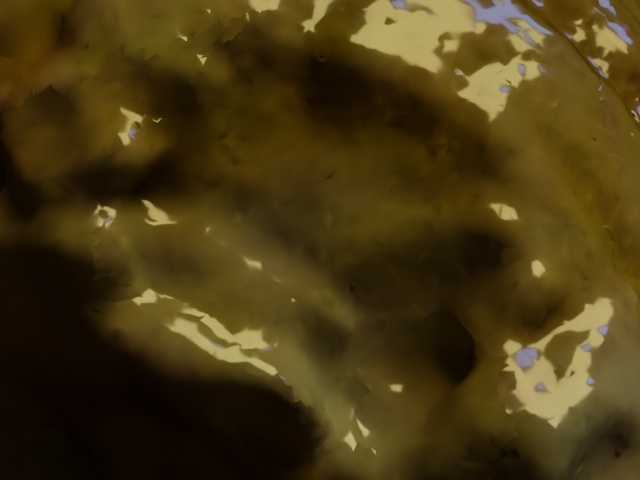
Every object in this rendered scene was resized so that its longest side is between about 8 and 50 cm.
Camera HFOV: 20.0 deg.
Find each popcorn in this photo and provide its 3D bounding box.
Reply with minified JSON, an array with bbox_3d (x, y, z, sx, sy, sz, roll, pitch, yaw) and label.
[{"bbox_3d":[0.009,0.009,0.699,0.344,0.354,0.390,13,13,31],"label":"popcorn"}]
